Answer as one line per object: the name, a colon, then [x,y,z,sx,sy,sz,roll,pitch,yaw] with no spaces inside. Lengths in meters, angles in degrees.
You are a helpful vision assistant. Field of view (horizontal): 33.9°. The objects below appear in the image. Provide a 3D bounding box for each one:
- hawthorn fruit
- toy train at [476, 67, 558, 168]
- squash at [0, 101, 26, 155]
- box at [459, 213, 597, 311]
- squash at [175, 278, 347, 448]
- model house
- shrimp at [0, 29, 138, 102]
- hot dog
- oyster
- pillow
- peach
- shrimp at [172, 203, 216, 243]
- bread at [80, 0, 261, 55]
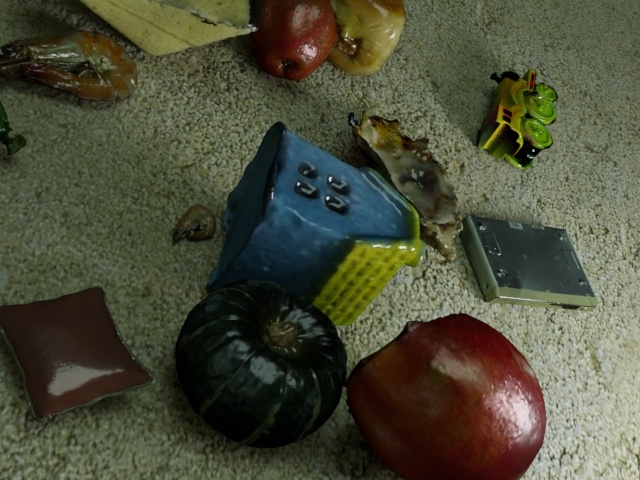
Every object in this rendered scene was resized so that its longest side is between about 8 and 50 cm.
hawthorn fruit: [-0.056,-0.407,2.065,0.189,0.189,0.189,19,44,-20]
toy train: [0.440,-0.283,2.342,0.160,0.100,0.296,28,41,-7]
squash: [-0.604,-0.257,1.592,0.378,0.101,0.101,39,41,0]
box: [0.408,0.042,2.061,0.270,0.045,0.211,8,50,-29]
squash: [-0.082,0.173,1.503,0.252,0.165,0.252,19,44,-19]
model house: [0.000,0.000,1.667,0.303,0.237,0.215,27,41,-12]
shrimp: [-0.431,-0.291,1.774,0.294,0.062,0.154,-13,67,-43]
hot dog: [0.051,-0.544,2.246,0.223,0.185,0.405,20,44,-21]
oyster: [0.176,-0.105,2.001,0.221,0.096,0.361,-9,58,-46]
pillow: [-0.338,0.150,1.415,0.171,0.075,0.179,-13,58,-35]
peach: [0.171,0.229,1.533,0.338,0.281,0.281,39,37,-28]
shrimp: [-0.203,-0.020,1.710,0.059,0.023,0.108,40,41,-9]
bread: [-0.284,-0.533,1.899,0.405,0.242,0.346,46,35,-50]
